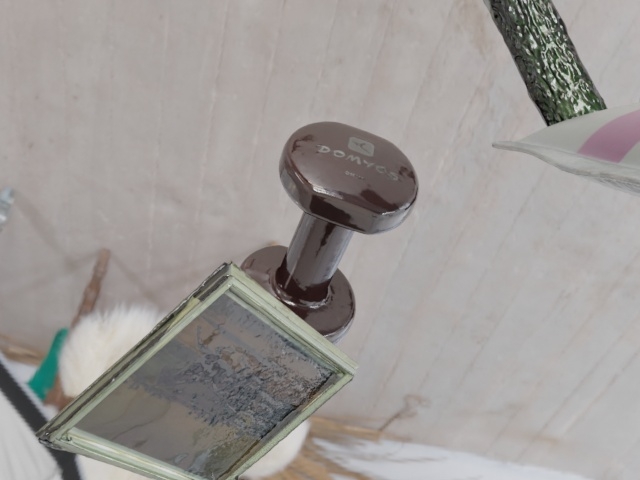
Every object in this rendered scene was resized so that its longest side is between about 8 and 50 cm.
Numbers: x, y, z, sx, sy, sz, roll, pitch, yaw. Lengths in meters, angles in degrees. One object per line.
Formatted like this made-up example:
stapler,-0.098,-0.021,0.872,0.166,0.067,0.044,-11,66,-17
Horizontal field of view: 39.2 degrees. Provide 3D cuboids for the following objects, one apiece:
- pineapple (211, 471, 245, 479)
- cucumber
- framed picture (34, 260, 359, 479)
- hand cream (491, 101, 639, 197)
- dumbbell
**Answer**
pineapple,-0.083,0.199,0.567,0.074,0.074,0.159,25,132,-17
cucumber,0.201,-0.152,0.790,0.058,0.187,0.058,-22,167,-5
framed picture,-0.084,0.134,0.753,0.197,0.014,0.252,-42,144,3
hand cream,0.296,-0.054,0.507,0.359,0.185,0.118,-3,105,-14
dumbbell,0.000,0.000,0.916,0.140,0.124,0.225,20,131,-7
